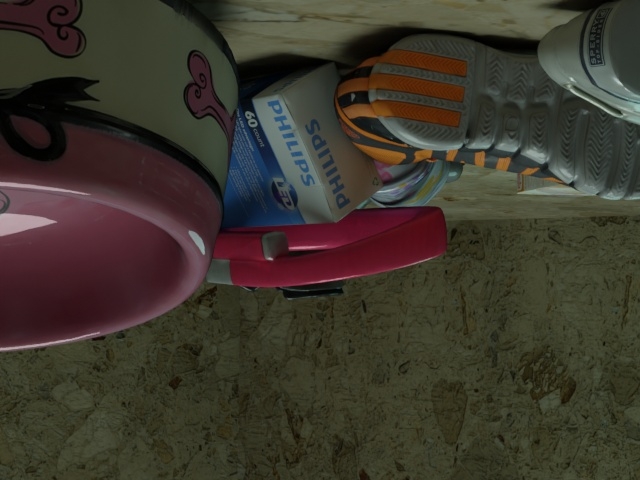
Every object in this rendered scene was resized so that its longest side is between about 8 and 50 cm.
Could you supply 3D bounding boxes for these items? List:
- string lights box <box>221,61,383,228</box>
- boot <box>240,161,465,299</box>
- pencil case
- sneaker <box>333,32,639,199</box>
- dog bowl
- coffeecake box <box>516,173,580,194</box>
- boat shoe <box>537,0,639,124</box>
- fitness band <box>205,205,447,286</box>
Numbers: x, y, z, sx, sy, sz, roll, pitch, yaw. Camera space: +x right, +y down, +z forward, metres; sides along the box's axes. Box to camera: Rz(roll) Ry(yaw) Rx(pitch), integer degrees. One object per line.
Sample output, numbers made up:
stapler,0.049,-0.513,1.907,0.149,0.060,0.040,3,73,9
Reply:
string lights box,-0.072,-0.086,1.125,0.259,0.133,0.077,-2,-153,48
boot,0.026,-0.030,1.530,0.338,0.223,0.118,1,177,-3
pencil case,0.074,-0.099,1.232,0.124,0.113,0.273,44,-175,7
sneaker,0.162,-0.113,1.020,0.321,0.124,0.180,13,178,-19
dog bowl,-0.253,-0.036,0.812,0.408,0.150,0.408,-7,158,-3
coffeecake box,0.373,-0.102,1.574,0.142,0.068,0.185,0,178,-13
boat shoe,0.281,-0.120,0.867,0.267,0.096,0.088,4,-179,-32
fitness band,0.000,0.000,1.161,0.209,0.054,0.291,-12,-173,-29
